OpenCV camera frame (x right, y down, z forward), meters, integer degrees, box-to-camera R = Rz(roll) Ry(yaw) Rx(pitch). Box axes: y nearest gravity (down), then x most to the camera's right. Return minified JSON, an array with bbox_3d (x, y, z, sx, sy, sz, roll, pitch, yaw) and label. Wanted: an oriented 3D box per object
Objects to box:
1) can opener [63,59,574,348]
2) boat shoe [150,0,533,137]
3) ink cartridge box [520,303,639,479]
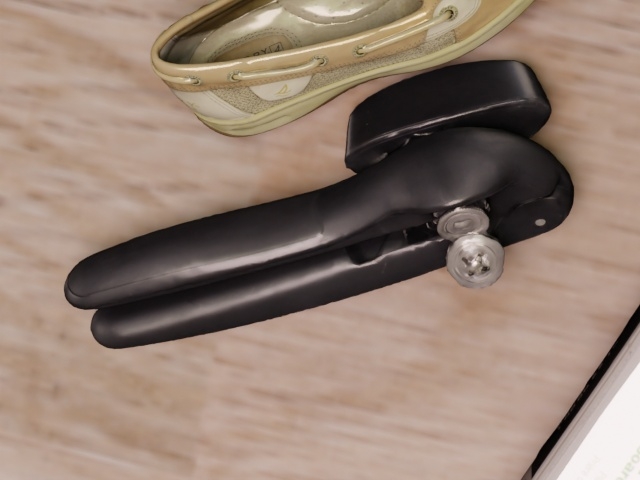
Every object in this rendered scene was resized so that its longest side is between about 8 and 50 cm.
[{"bbox_3d":[0.000,0.000,0.666,0.186,0.073,0.059,-23,130,11],"label":"can opener"},{"bbox_3d":[0.015,-0.087,0.647,0.153,0.048,0.056,-23,67,12],"label":"boat shoe"},{"bbox_3d":[0.221,0.186,0.639,0.371,0.069,0.176,35,97,6],"label":"ink cartridge box"}]
